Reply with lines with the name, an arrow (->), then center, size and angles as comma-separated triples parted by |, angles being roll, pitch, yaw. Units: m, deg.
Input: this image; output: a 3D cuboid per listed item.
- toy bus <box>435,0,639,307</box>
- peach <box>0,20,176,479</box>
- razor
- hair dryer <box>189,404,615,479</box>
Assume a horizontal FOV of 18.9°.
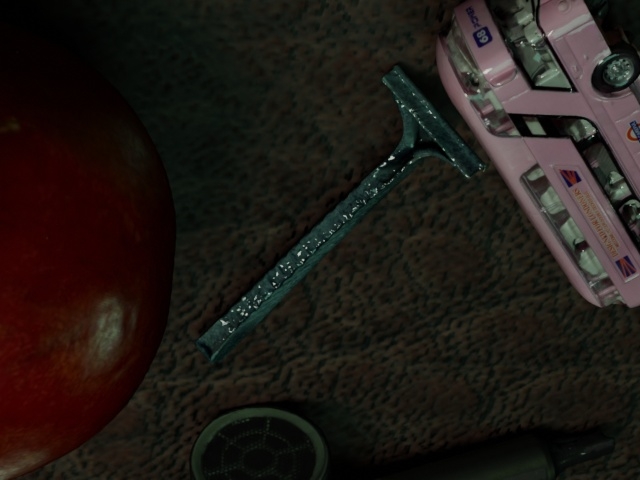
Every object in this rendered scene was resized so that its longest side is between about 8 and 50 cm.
toy bus -> 0.130, -0.046, 0.933 | 0.090, 0.063, 0.203 | -28, 132, 10
peach -> -0.177, 0.014, 0.813 | 0.243, 0.200, 0.243 | -8, 142, -6
razor -> 0.002, -0.001, 0.960 | 0.066, 0.033, 0.190 | 48, 116, 8
hair dryer -> 0.052, 0.166, 1.097 | 0.248, 0.078, 0.196 | -13, 134, -11
